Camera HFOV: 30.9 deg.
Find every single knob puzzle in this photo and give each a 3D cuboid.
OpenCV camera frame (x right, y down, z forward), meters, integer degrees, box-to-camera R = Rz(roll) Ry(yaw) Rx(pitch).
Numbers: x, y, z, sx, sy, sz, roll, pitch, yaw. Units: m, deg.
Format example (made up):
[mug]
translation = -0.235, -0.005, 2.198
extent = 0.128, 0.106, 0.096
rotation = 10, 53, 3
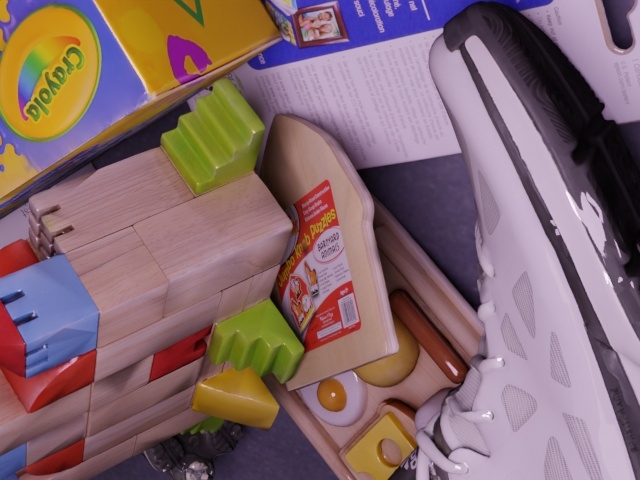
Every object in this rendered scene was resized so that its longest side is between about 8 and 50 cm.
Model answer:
[knob puzzle]
translation = 0.000, 0.000, 0.831
extent = 0.213, 0.030, 0.213
rotation = 28, 121, 60

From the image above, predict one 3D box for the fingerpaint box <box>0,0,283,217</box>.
[fingerpaint box]
translation = -0.306, -0.192, 0.847
extent = 0.445, 0.163, 0.371
rotation = -26, 98, 38

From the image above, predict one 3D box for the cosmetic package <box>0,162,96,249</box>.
[cosmetic package]
translation = -0.303, -0.014, 1.075
extent = 0.239, 0.060, 0.098
rotation = -13, 118, 31

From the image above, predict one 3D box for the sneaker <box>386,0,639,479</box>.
[sneaker]
translation = 0.111, 0.092, 0.740
extent = 0.258, 0.169, 0.447
rotation = -23, 94, 24

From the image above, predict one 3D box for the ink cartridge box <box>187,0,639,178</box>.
[ink cartridge box]
translation = 0.061, -0.146, 0.813
extent = 0.371, 0.069, 0.175
rotation = -6, 119, 31

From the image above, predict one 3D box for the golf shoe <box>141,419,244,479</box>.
[golf shoe]
translation = -0.189, 0.123, 1.071
extent = 0.120, 0.105, 0.272
rotation = 15, 143, 53

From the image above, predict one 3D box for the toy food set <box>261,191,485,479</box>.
[toy food set]
translation = 0.033, 0.126, 0.935
extent = 0.306, 0.092, 0.219
rotation = 51, 126, 16

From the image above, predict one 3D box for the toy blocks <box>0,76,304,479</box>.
[toy blocks]
translation = -0.177, 0.080, 0.833
extent = 0.190, 0.261, 0.381
rotation = 54, 150, 21
